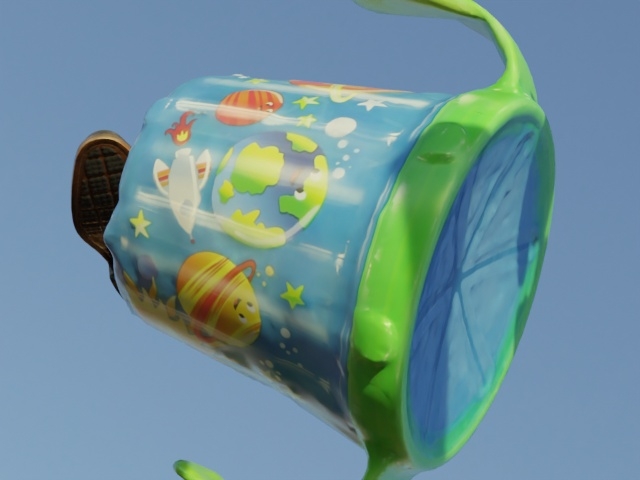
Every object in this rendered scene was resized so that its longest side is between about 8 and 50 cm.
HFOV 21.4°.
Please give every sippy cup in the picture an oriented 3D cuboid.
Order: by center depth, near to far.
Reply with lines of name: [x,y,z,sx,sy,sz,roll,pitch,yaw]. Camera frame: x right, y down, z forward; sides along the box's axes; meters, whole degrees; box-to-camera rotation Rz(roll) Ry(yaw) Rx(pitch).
sippy cup: [0.000,0.000,1.046,0.224,0.305,0.240,16,-43,23]

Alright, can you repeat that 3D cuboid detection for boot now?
boot: [-0.174,-0.044,1.491,0.082,0.106,0.219,-9,-40,2]
